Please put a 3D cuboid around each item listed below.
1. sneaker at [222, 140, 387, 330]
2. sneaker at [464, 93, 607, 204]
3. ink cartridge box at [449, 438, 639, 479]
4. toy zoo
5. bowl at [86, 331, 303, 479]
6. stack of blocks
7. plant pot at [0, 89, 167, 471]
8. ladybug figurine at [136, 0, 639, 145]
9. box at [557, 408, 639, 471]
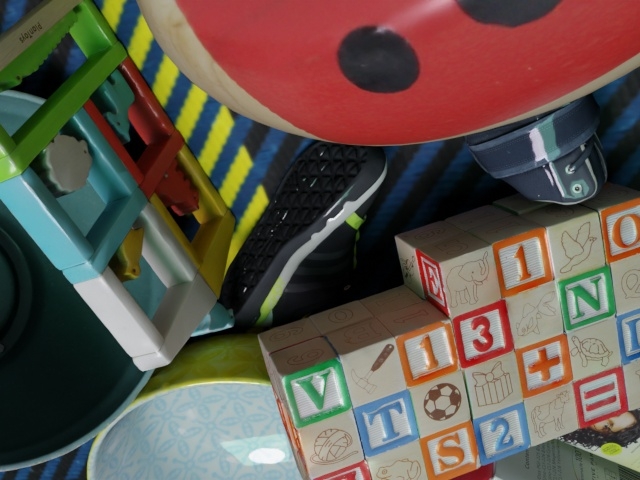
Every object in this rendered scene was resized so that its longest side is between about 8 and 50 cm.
[{"bbox_3d":[0.000,0.000,0.715,0.097,0.084,0.234,16,133,-31],"label":"sneaker"},{"bbox_3d":[0.189,-0.121,0.554,0.226,0.086,0.163,-26,107,38],"label":"sneaker"},{"bbox_3d":[0.156,0.305,0.860,0.272,0.130,0.309,27,127,-7],"label":"ink cartridge box"},{"bbox_3d":[-0.152,-0.036,0.631,0.030,0.192,0.293,-17,121,23],"label":"toy zoo"},{"bbox_3d":[-0.067,0.184,0.791,0.290,0.156,0.289,1,126,1],"label":"bowl"},{"bbox_3d":[0.110,0.077,0.621,0.297,0.087,0.171,-18,108,-10],"label":"stack of blocks"},{"bbox_3d":[-0.300,0.037,0.687,0.293,0.293,0.196,48,148,-22],"label":"plant pot"},{"bbox_3d":[0.056,-0.202,0.429,0.450,0.162,0.305,-21,98,35],"label":"ladybug figurine"},{"bbox_3d":[0.307,0.172,0.774,0.232,0.058,0.087,21,127,-5],"label":"box"}]
